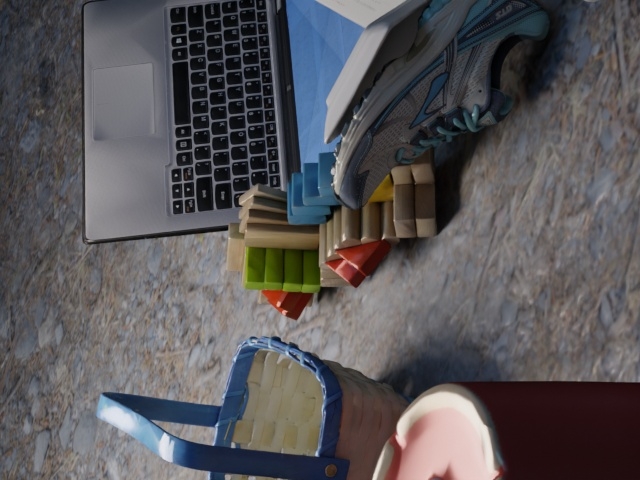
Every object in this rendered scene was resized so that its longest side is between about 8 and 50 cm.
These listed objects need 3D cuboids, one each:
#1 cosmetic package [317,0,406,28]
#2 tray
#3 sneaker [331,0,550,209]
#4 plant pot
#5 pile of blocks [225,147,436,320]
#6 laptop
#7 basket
[{"bbox_3d":[0.114,-0.413,1.953,0.385,0.156,0.217,-43,26,49],"label":"cosmetic package"},{"bbox_3d":[0.076,-0.197,1.920,0.145,0.030,0.270,-61,-10,29],"label":"tray"},{"bbox_3d":[0.116,-0.137,1.846,0.283,0.122,0.110,-56,-8,9],"label":"sneaker"},{"bbox_3d":[0.183,0.224,1.439,0.275,0.243,0.275,-40,42,51],"label":"plant pot"},{"bbox_3d":[0.000,0.000,2.023,0.362,0.149,0.113,-38,44,51],"label":"pile of blocks"},{"bbox_3d":[-0.104,-0.232,2.266,0.236,0.407,0.382,82,-177,-55],"label":"laptop"},{"bbox_3d":[-0.053,0.200,1.866,0.255,0.289,0.201,20,96,65],"label":"basket"}]
